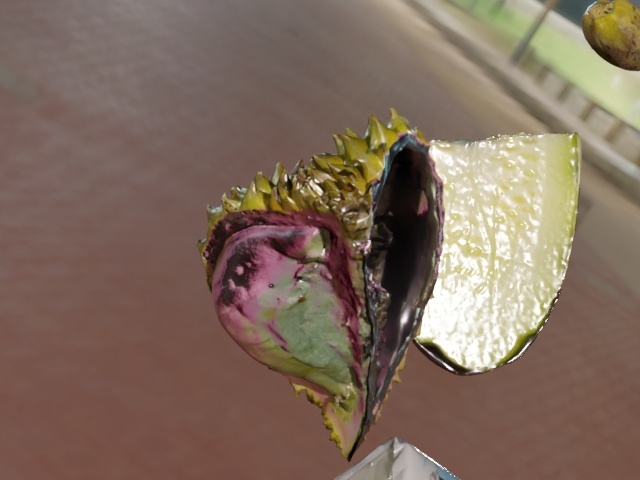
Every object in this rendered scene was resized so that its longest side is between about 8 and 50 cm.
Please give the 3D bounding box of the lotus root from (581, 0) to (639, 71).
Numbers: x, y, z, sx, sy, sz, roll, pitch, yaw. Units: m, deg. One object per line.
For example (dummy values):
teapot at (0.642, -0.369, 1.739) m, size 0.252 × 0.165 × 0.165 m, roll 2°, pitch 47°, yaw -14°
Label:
lotus root at (0.260, -0.171, 1.281) m, size 0.054 × 0.049 × 0.099 m, roll 5°, pitch -14°, yaw 43°

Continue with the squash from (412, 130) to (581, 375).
squash at (0.175, 0.012, 1.572) m, size 0.237 × 0.204 × 0.155 m, roll -5°, pitch 30°, yaw -9°

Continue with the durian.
durian at (-0.004, 0.000, 0.764) m, size 0.108 × 0.186 × 0.119 m, roll 16°, pitch 46°, yaw 19°

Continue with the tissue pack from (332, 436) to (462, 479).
tissue pack at (0.070, 0.241, 0.760) m, size 0.229 × 0.145 × 0.159 m, roll 37°, pitch 36°, yaw -24°
